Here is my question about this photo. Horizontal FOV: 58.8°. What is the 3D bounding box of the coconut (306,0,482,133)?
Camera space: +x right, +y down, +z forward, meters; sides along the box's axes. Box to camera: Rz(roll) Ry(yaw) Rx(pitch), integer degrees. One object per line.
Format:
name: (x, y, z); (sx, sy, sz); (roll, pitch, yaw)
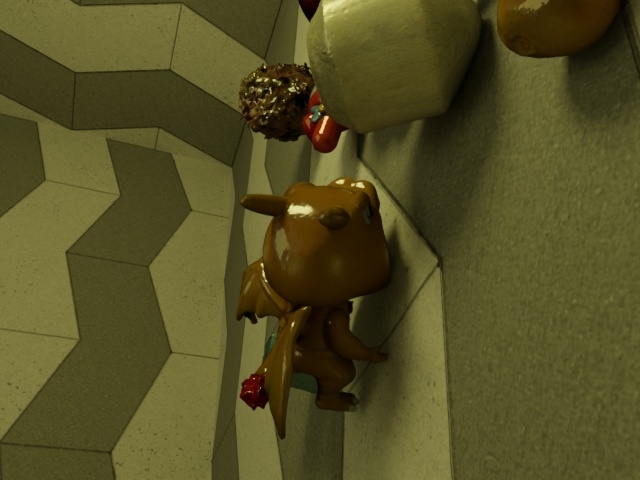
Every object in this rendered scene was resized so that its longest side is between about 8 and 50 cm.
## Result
coconut: (0.118, -0.299, 0.883); (0.237, 0.265, 0.237); (-11, -90, -71)

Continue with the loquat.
loquat: (0.253, -0.261, 0.605); (0.137, 0.113, 0.137); (-61, 11, 21)

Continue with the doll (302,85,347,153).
doll: (0.036, -0.320, 1.332); (0.161, 0.129, 0.290); (-28, 38, 62)

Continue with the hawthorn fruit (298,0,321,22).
hawthorn fruit: (0.030, -0.607, 1.339); (0.210, 0.266, 0.230); (20, 102, 55)

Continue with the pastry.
pastry: (-0.107, -0.394, 1.647); (0.193, 0.274, 0.275); (88, 179, -48)

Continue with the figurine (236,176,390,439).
figurine: (-0.011, 0.101, 0.966); (0.401, 0.268, 0.387); (-104, 19, -70)

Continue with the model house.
model house: (-0.042, 0.229, 1.232); (0.149, 0.148, 0.119); (-76, 6, -46)
